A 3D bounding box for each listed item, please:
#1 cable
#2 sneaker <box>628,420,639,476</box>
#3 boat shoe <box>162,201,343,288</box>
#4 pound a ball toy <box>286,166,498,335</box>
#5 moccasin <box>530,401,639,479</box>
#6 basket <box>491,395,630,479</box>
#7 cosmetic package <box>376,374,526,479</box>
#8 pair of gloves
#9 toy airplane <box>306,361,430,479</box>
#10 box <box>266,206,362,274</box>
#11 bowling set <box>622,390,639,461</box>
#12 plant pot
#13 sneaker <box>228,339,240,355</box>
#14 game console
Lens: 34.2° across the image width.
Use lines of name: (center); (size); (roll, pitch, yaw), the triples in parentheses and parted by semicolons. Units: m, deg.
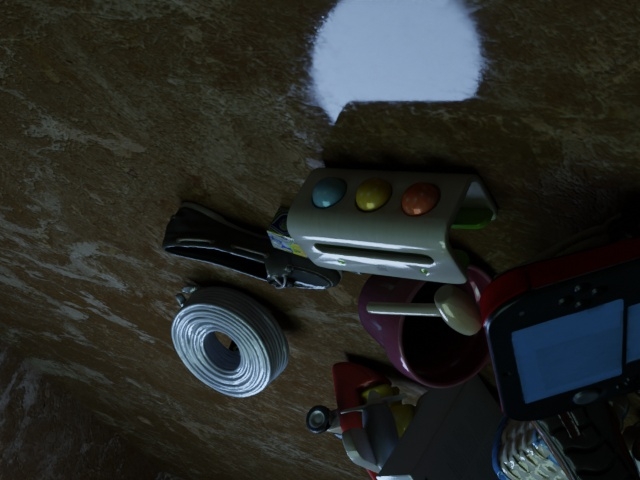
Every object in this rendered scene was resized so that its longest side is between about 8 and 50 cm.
cable: (-0.195, 0.216, 2.223); (0.257, 0.089, 0.257); (-6, 115, 35)
sneaker: (0.607, 0.447, 1.912); (0.127, 0.126, 0.321); (-8, 132, 42)
boat shoe: (-0.128, 0.036, 1.883); (0.335, 0.095, 0.112); (21, 155, 11)
pound a ball toy: (0.096, -0.003, 1.447); (0.319, 0.208, 0.135); (6, 146, 39)
moccasin: (0.387, 0.241, 1.629); (0.380, 0.139, 0.147); (56, -170, -3)
basket: (0.401, 0.371, 1.840); (0.201, 0.254, 0.289); (34, 145, -4)
cosmetic package: (0.297, 0.483, 2.000); (0.097, 0.284, 0.377); (-17, 114, 43)
pair of gloves: (0.317, 0.056, 1.418); (0.240, 0.204, 0.042); (73, 174, -63)
toy airplane: (0.178, 0.426, 2.123); (0.384, 0.272, 0.386); (45, -168, -12)
box: (0.000, 0.000, 1.736); (0.169, 0.054, 0.059); (17, 154, 19)
bowling set: (0.541, 0.315, 1.667); (0.200, 0.154, 0.287); (46, -175, 9)
plant pot: (0.160, 0.118, 1.669); (0.201, 0.201, 0.180); (40, 168, -28)
sneaker: (-0.165, 0.246, 2.340); (0.084, 0.097, 0.234); (24, 156, 3)
game console: (0.392, 0.119, 1.380); (0.342, 0.060, 0.386); (-14, 146, 7)
